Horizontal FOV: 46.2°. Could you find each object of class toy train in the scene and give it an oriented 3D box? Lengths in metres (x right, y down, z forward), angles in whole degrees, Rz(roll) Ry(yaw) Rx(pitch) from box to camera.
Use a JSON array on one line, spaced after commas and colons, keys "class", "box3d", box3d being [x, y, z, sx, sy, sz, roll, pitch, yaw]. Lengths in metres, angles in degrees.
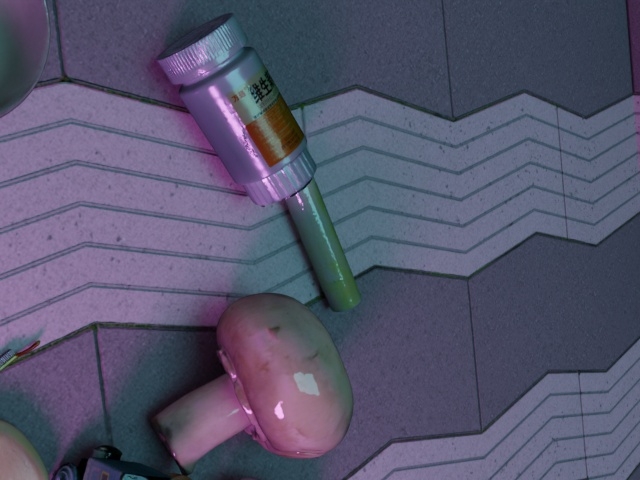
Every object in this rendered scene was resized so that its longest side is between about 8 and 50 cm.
[{"class": "toy train", "box3d": [-0.337, 0.465, 1.118, 0.120, 0.194, 0.298, 23, 74, -41]}]

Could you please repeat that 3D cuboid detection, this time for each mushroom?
[{"class": "mushroom", "box3d": [-0.118, 0.269, 1.295, 0.336, 0.314, 0.314, -31, 110, -16]}]

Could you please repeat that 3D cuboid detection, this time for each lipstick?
[{"class": "lipstick", "box3d": [0.000, 0.000, 1.517, 0.076, 0.076, 0.304, -35, 111, -37]}]

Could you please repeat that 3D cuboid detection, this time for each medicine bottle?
[{"class": "medicine bottle", "box3d": [-0.139, -0.226, 1.340, 0.158, 0.158, 0.318, -47, 119, -32]}]

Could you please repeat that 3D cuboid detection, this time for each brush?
[{"class": "brush", "box3d": [-0.461, 0.171, 1.131, 0.083, 0.019, 0.021, -38, 104, -35]}]

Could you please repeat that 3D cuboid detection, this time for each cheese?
[{"class": "cheese", "box3d": [-0.485, 0.289, 1.084, 0.127, 0.054, 0.251, -27, 106, -43]}]

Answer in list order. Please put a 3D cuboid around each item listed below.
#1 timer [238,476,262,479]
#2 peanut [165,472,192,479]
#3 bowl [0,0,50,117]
[{"class": "timer", "box3d": [-0.121, 0.572, 1.351, 0.237, 0.087, 0.262, 45, 58, -52]}, {"class": "peanut", "box3d": [-0.269, 0.544, 1.218, 0.153, 0.140, 0.325, 17, 80, -61]}, {"class": "bowl", "box3d": [-0.529, -0.289, 0.986, 0.307, 0.163, 0.307, 2, 86, -42]}]
